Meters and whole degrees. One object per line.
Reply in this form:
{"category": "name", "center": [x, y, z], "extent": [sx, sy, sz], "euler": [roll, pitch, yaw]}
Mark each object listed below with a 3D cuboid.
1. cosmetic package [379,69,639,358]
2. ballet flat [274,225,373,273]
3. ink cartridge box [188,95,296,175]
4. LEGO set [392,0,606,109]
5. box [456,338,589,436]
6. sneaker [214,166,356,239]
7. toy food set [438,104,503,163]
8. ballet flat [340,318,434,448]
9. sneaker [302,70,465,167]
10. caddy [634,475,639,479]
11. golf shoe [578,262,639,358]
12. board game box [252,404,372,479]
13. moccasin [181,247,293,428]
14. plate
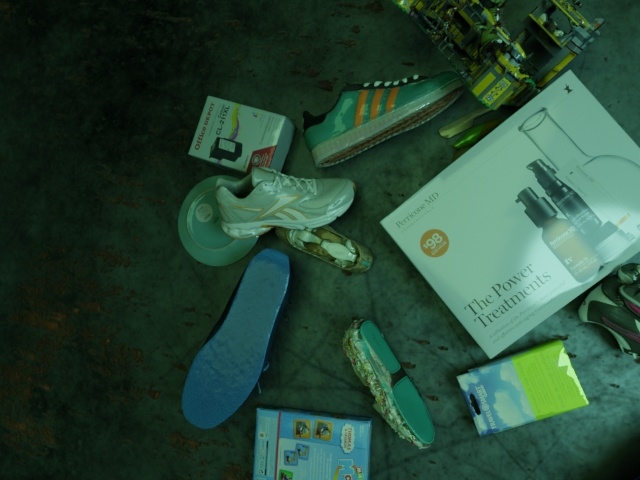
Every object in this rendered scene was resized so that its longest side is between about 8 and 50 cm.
{"category": "cosmetic package", "center": [0.331, -0.037, 0.836], "extent": [0.377, 0.097, 0.284], "euler": [-40, 82, 8]}
{"category": "ballet flat", "center": [0.000, 0.000, 0.953], "extent": [0.206, 0.067, 0.073], "euler": [21, 90, 17]}
{"category": "ink cartridge box", "center": [-0.155, -0.197, 1.014], "extent": [0.175, 0.072, 0.127], "euler": [18, 90, 16]}
{"category": "LEGO set", "center": [0.287, -0.372, 0.817], "extent": [0.192, 0.255, 0.331], "euler": [-46, 61, 34]}
{"category": "box", "center": [0.330, 0.243, 0.850], "extent": [0.178, 0.042, 0.109], "euler": [-22, 78, 12]}
{"category": "sneaker", "center": [-0.069, -0.084, 0.929], "extent": [0.262, 0.121, 0.099], "euler": [-13, 38, 5]}
{"category": "toy food set", "center": [0.302, -0.147, 0.902], "extent": [0.132, 0.038, 0.192], "euler": [-29, 78, 10]}
{"category": "ballet flat", "center": [0.113, 0.251, 0.900], "extent": [0.077, 0.091, 0.241], "euler": [-42, 68, 39]}
{"category": "sneaker", "center": [0.102, -0.247, 0.932], "extent": [0.302, 0.108, 0.121], "euler": [-23, 83, 13]}
{"category": "caddy", "center": [0.546, 0.427, 0.707], "extent": [0.341, 0.179, 0.241], "euler": [-44, 51, 7]}
{"category": "golf shoe", "center": [0.537, 0.143, 0.787], "extent": [0.273, 0.105, 0.120], "euler": [36, 138, 1]}
{"category": "board game box", "center": [-0.016, 0.393, 0.930], "extent": [0.212, 0.039, 0.160], "euler": [2, 85, 16]}
{"category": "moccasin", "center": [-0.132, 0.183, 0.950], "extent": [0.138, 0.117, 0.342], "euler": [30, 88, 4]}
{"category": "plate", "center": [-0.208, -0.042, 1.038], "extent": [0.188, 0.024, 0.188], "euler": [-1, 85, 15]}
